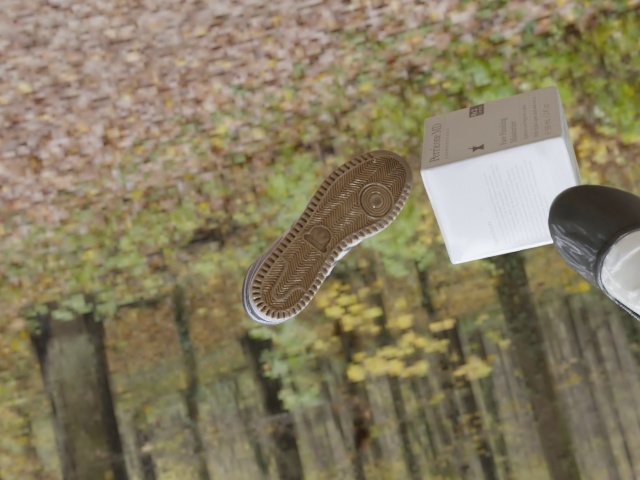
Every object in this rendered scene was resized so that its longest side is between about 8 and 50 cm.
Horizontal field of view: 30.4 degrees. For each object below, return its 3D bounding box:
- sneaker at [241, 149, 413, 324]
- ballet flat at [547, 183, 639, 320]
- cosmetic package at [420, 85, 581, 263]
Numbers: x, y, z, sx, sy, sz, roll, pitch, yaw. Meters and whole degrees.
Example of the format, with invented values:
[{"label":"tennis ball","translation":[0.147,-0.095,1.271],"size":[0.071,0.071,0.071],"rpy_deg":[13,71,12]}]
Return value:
[{"label":"sneaker","translation":[0.000,0.000,1.543],"size":[0.282,0.099,0.153],"rpy_deg":[-47,-179,-18]},{"label":"ballet flat","translation":[0.326,0.046,1.075],"size":[0.095,0.280,0.096],"rpy_deg":[-50,-158,12]},{"label":"cosmetic package","translation":[0.239,-0.085,1.538],"size":[0.183,0.151,0.151],"rpy_deg":[-13,-151,15]}]
